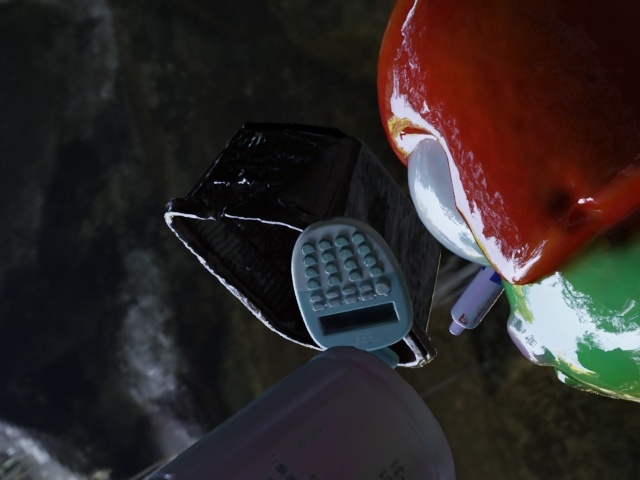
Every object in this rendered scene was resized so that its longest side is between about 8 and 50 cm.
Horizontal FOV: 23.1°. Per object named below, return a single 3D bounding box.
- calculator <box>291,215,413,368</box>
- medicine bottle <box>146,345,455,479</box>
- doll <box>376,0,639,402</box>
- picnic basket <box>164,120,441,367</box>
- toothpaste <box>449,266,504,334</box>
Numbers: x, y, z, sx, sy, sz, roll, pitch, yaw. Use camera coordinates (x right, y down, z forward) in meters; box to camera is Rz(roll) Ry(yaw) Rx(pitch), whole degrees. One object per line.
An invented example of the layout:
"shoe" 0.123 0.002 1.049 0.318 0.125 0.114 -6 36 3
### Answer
"calculator" 0.028 0.048 1.334 0.021 0.095 0.153 -77 -29 -60
"medicine bottle" -0.041 0.203 1.121 0.254 0.152 0.152 -33 -91 -31
"doll" 0.112 -0.040 0.483 0.182 0.160 0.363 -10 -120 -43
"picnic basket" 0.000 0.000 1.547 0.297 0.222 0.129 50 -124 -47
"toothpaste" 0.161 0.026 1.402 0.045 0.170 0.028 -10 -126 -42
